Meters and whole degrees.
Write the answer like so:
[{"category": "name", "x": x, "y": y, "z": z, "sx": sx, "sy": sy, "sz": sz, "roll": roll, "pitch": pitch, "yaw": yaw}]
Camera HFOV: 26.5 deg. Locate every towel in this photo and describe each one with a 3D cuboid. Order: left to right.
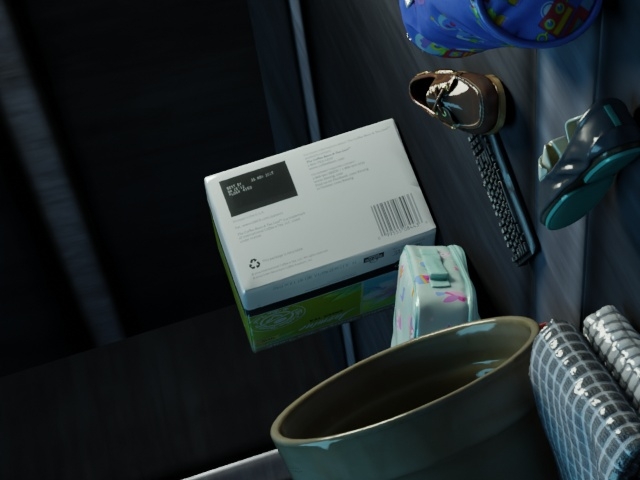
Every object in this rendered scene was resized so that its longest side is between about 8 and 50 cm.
[{"category": "towel", "x": 0.301, "y": 0.240, "z": 1.334, "sx": 0.235, "sy": 0.121, "sz": 0.283, "roll": -118, "pitch": 13, "yaw": -62}]

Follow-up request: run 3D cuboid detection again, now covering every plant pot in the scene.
[{"category": "plant pot", "x": 0.143, "y": 0.276, "z": 1.525, "sx": 0.323, "sy": 0.323, "sz": 0.280, "roll": -158, "pitch": 46, "yaw": -81}]

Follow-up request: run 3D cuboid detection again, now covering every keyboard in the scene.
[{"category": "keyboard", "x": 0.220, "y": -0.056, "z": 1.665, "sx": 0.108, "sy": 0.023, "sz": 0.180, "roll": 101, "pitch": 151, "yaw": -77}]

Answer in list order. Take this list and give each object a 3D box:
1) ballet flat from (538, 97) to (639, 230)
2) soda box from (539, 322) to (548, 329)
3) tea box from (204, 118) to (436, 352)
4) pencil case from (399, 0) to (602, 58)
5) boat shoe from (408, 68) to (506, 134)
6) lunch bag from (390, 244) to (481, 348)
[{"category": "ballet flat", "x": 0.241, "y": -0.074, "z": 1.250, "sx": 0.203, "sy": 0.074, "sz": 0.074, "roll": 111, "pitch": 142, "yaw": -69}, {"category": "soda box", "x": 0.281, "y": 0.240, "z": 1.652, "sx": 0.092, "sy": 0.083, "sz": 0.263, "roll": 92, "pitch": 159, "yaw": -73}, {"category": "tea box", "x": 0.000, "y": 0.000, "z": 2.287, "sx": 0.323, "sy": 0.329, "sz": 0.220, "roll": 87, "pitch": 164, "yaw": -69}, {"category": "pencil case", "x": 0.157, "y": -0.235, "z": 1.271, "sx": 0.306, "sy": 0.133, "sz": 0.119, "roll": -149, "pitch": 71, "yaw": -79}, {"category": "boat shoe", "x": 0.160, "y": -0.166, "z": 1.621, "sx": 0.207, "sy": 0.073, "sz": 0.073, "roll": -141, "pitch": 52, "yaw": -74}, {"category": "lunch bag", "x": 0.166, "y": 0.129, "z": 1.955, "sx": 0.279, "sy": 0.108, "sz": 0.224, "roll": -98, "pitch": 13, "yaw": -71}]
